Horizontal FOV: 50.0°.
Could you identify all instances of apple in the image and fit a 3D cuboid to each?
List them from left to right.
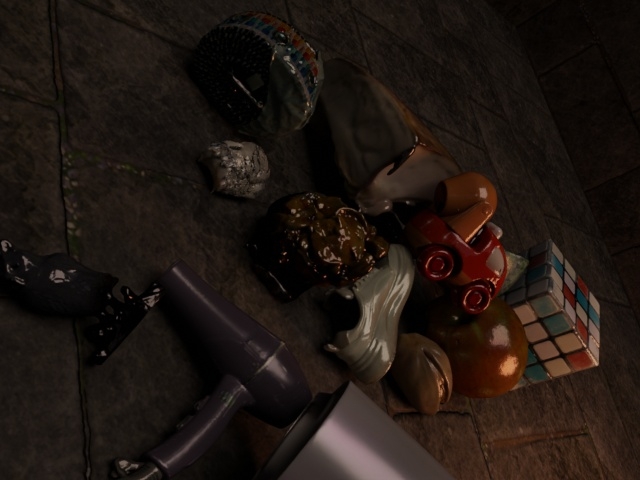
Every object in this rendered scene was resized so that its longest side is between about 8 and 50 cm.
[{"bbox_3d":[0.344,0.243,1.559,0.246,0.246,0.226,-68,141,-50],"label":"apple"}]

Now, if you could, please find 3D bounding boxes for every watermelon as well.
[{"bbox_3d":[0.375,0.058,1.689,0.226,0.148,0.318,28,4,2],"label":"watermelon"}]

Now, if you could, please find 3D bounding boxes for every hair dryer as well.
[{"bbox_3d":[-0.191,0.216,0.967,0.301,0.121,0.361,47,40,-4],"label":"hair dryer"}]

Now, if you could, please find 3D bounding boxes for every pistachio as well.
[{"bbox_3d":[0.210,0.276,1.428,0.124,0.125,0.184,-42,117,-56],"label":"pistachio"}]

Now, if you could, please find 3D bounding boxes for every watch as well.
[{"bbox_3d":[0.123,-0.014,1.564,0.206,0.068,0.192,26,43,-45],"label":"watch"}]

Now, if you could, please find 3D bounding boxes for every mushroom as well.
[{"bbox_3d":[0.139,-0.241,1.569,0.314,0.224,0.397,13,38,-48],"label":"mushroom"}]

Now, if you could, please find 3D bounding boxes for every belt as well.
[{"bbox_3d":[-0.115,-0.326,1.357,0.257,0.207,0.150,44,39,-10],"label":"belt"}]

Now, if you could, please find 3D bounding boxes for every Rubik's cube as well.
[{"bbox_3d":[0.555,0.197,1.799,0.256,0.259,0.253,51,33,-14],"label":"Rubik's cube"}]

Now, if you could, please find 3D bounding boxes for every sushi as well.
[{"bbox_3d":[-0.002,0.005,1.263,0.213,0.204,0.200,44,41,-15],"label":"sushi"}]

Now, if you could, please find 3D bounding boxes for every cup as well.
[{"bbox_3d":[0.078,0.398,0.954,0.372,0.253,0.253,41,34,4],"label":"cup"}]

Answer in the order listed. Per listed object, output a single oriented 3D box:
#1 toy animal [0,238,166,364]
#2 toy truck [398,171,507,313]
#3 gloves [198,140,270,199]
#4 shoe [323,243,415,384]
[{"bbox_3d":[-0.325,0.052,0.911,0.210,0.121,0.117,38,20,-20],"label":"toy animal"},{"bbox_3d":[0.312,-0.003,1.467,0.265,0.239,0.189,42,7,-21],"label":"toy truck"},{"bbox_3d":[-0.149,-0.135,1.290,0.153,0.070,0.114,-11,74,-57],"label":"gloves"},{"bbox_3d":[0.080,0.117,1.357,0.159,0.124,0.316,28,51,-19],"label":"shoe"}]
